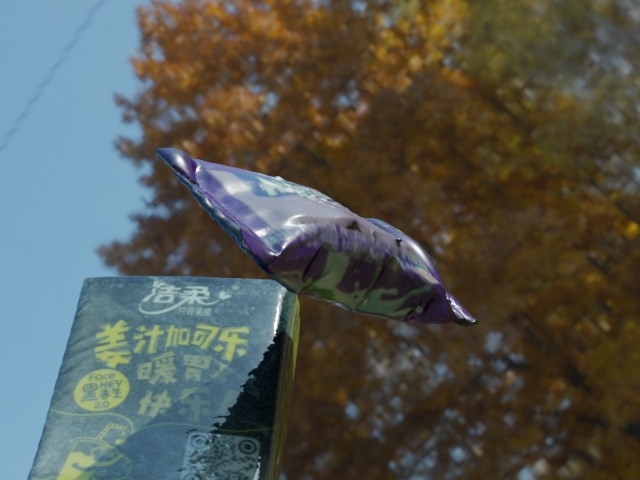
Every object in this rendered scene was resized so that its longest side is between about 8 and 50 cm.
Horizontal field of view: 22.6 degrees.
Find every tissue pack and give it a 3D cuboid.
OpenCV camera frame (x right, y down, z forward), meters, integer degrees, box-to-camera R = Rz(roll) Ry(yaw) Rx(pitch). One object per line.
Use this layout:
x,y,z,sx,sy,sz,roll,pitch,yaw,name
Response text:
-0.120,0.135,1.280,0.257,0.185,0.081,-83,-7,-49,tissue pack

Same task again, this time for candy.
0.000,0.000,1.219,0.275,0.145,0.070,17,-71,-46,candy
